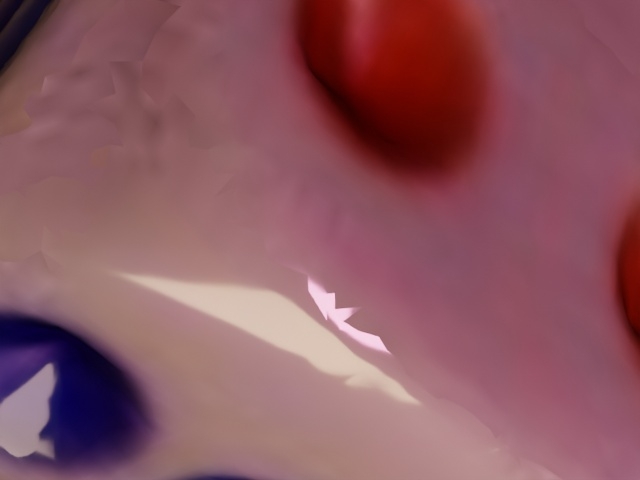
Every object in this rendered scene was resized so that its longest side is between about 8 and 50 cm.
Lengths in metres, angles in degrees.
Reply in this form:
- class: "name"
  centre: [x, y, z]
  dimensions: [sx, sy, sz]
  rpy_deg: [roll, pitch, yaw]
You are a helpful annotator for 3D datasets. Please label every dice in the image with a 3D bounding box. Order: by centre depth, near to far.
- class: "dice"
  centre: [0.000, 0.000, 0.672]
  dimensions: [0.277, 0.304, 0.304]
  rpy_deg: [39, 138, -16]
